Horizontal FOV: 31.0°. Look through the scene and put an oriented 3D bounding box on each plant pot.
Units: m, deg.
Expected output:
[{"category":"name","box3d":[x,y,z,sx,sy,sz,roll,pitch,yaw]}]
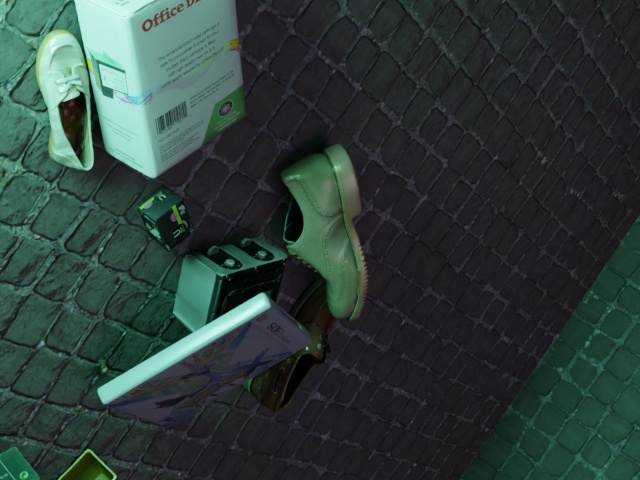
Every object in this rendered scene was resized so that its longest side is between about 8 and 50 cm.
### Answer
[{"category":"plant pot","box3d":[-0.411,0.444,2.100,0.081,0.081,0.083,-46,155,-13]}]

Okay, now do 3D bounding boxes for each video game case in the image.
[{"category":"video game case","box3d":[-0.193,0.220,2.049,0.329,0.036,0.300,-30,159,4]}]

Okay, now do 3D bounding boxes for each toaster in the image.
[{"category":"toaster","box3d":[-0.160,0.094,2.072,0.168,0.110,0.185,-15,130,-42]}]

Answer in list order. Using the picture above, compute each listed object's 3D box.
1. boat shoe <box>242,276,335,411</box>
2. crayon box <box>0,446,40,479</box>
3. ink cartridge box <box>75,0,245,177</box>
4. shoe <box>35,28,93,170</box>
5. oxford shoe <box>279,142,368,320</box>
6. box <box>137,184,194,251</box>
[{"category":"boat shoe","box3d":[-0.025,0.211,2.344,0.307,0.104,0.111,-55,145,-2]},{"category":"crayon box","box3d":[-0.574,0.502,1.909,0.203,0.083,0.323,-27,148,-36]},{"category":"ink cartridge box","box3d":[-0.223,-0.264,1.664,0.201,0.117,0.278,-39,144,-33]},{"category":"shoe","box3d":[-0.352,-0.194,1.633,0.076,0.058,0.219,-29,138,-34]},{"category":"oxford shoe","box3d":[0.000,0.000,2.187,0.146,0.140,0.397,-17,126,-12]},{"category":"box","box3d":[-0.253,-0.036,1.898,0.062,0.052,0.083,-41,145,-21]}]
